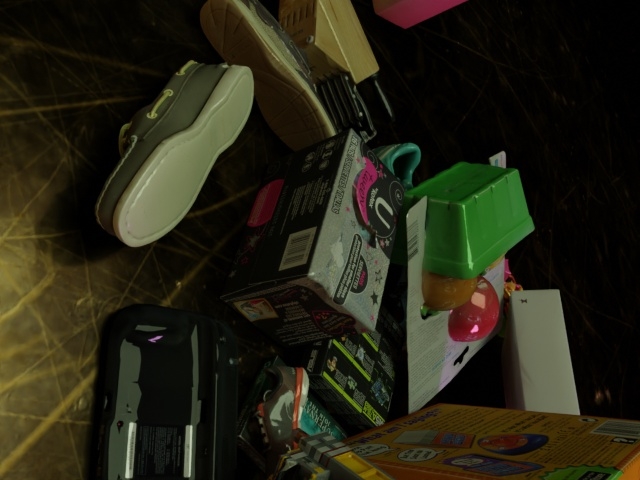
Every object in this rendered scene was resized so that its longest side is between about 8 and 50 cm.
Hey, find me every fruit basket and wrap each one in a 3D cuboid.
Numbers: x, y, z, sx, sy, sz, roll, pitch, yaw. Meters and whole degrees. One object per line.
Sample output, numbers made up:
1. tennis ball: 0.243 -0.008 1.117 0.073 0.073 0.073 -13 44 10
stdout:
1. fruit basket: 0.217 0.061 1.132 0.327 0.166 0.352 -30 130 -44

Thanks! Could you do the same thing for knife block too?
1. knife block: 0.036 -0.304 1.169 0.242 0.088 0.275 28 56 -45

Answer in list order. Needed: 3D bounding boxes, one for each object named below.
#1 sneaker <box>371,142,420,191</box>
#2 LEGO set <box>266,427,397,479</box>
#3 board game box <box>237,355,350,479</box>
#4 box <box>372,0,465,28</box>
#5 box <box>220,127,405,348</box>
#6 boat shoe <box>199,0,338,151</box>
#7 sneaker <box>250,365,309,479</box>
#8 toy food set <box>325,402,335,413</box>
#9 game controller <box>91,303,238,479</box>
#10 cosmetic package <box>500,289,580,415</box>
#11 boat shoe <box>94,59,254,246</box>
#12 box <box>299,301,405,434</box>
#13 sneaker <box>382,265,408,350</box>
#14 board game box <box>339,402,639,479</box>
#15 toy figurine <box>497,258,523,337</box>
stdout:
1. sneaker: 0.100 -0.061 1.143 0.107 0.110 0.275 44 47 -34
2. LEGO set: -0.042 0.344 0.699 0.255 0.192 0.331 -6 116 -52
3. board game box: -0.035 0.260 0.920 0.186 0.026 0.126 52 42 -27
4. box: 0.220 -0.542 1.370 0.127 0.232 0.148 2 75 -53
5. box: 0.000 0.000 0.945 0.142 0.163 0.247 42 47 -34
6. boat shoe: -0.056 -0.244 1.019 0.285 0.103 0.092 50 48 -20
7. sneaker: -0.059 0.227 0.848 0.065 0.061 0.157 18 59 -17
8. toy food set: 0.031 0.192 1.035 0.078 0.019 0.122 7 72 -51
9. game controller: -0.164 0.228 0.752 0.167 0.067 0.318 13 66 -34
10. cosmetic package: 0.399 0.320 1.267 0.284 0.098 0.377 71 18 -54
11. boat shoe: -0.178 -0.113 0.820 0.109 0.091 0.305 92 19 -47
12. box: 0.054 0.163 1.017 0.190 0.045 0.184 51 46 -39
13. sneaker: 0.143 0.101 1.180 0.073 0.063 0.162 39 49 -33
14. board game box: 0.234 0.429 0.892 0.357 0.357 0.356 0 87 -52
15. toy figurine: 0.391 0.097 1.478 0.159 0.130 0.173 55 18 -9
